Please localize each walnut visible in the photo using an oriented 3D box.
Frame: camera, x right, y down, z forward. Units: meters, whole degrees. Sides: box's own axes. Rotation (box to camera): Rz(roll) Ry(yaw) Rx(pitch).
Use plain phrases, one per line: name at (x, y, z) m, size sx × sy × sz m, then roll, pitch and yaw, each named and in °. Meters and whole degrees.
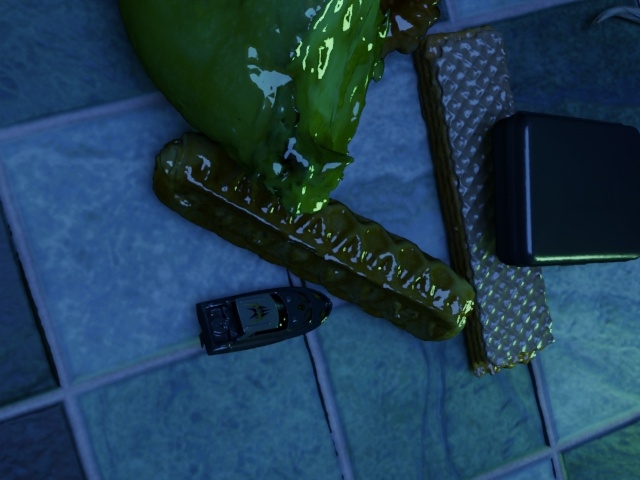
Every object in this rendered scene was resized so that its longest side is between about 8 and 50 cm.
walnut at (0.054, -0.261, 0.930) m, size 0.143 × 0.069 × 0.170 m, roll 12°, pitch 116°, yaw -20°

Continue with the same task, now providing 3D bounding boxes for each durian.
durian at (-0.057, -0.210, 0.832) m, size 0.340 × 0.204 × 0.256 m, roll 40°, pitch 109°, yaw 20°

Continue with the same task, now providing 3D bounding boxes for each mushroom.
mushroom at (0.447, -0.301, 1.106) m, size 0.306 × 0.043 × 0.068 m, roll -33°, pitch 86°, yaw -14°

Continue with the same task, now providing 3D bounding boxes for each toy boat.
toy boat at (-0.052, 0.076, 0.933) m, size 0.141 × 0.060 × 0.055 m, roll -9°, pitch 72°, yaw -24°

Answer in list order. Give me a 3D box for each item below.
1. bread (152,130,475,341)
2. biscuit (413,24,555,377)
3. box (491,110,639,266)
bread at (0.000, 0.001, 0.935) m, size 0.367 × 0.084 × 0.077 m, roll 29°, pitch 39°, yaw -17°
biscuit at (0.178, -0.038, 1.009) m, size 0.094 × 0.054 × 0.378 m, roll -13°, pitch 97°, yaw -18°
box at (0.272, -0.053, 1.004) m, size 0.230 × 0.050 × 0.160 m, roll -1°, pitch 90°, yaw -42°
